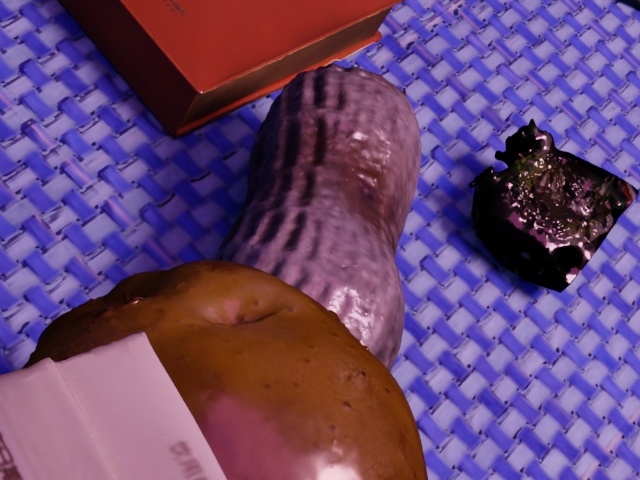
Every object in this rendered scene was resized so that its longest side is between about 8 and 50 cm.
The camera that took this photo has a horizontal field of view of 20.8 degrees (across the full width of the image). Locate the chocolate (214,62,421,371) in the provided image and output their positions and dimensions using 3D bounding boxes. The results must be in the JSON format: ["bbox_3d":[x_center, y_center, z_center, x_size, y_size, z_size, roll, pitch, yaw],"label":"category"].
[{"bbox_3d":[0.000,0.000,0.931,0.110,0.110,0.248,22,49,-15],"label":"chocolate"}]

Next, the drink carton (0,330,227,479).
[{"bbox_3d":[-0.124,0.197,0.551,0.132,0.324,0.194,-16,67,-43],"label":"drink carton"}]

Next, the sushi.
[{"bbox_3d":[0.132,-0.019,1.063,0.085,0.056,0.083,39,53,0],"label":"sushi"}]

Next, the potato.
[{"bbox_3d":[-0.042,0.177,0.721,0.195,0.176,0.369,30,47,-55],"label":"potato"}]

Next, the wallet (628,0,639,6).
[{"bbox_3d":[0.217,-0.246,1.304,0.222,0.036,0.167,21,47,-16],"label":"wallet"}]

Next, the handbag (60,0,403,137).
[{"bbox_3d":[-0.051,-0.152,1.054,0.190,0.063,0.127,-29,73,-39],"label":"handbag"}]
